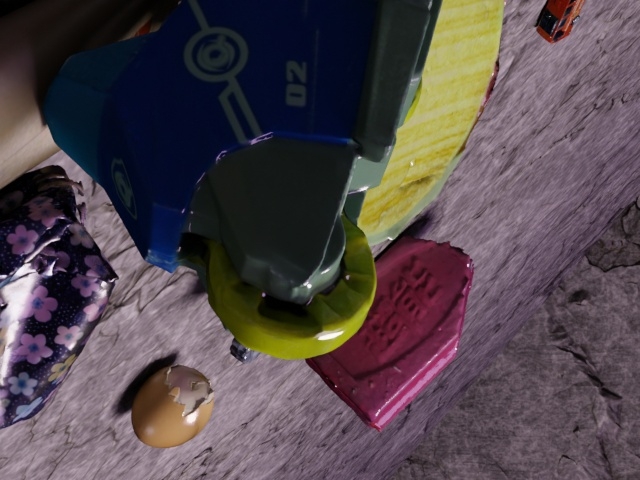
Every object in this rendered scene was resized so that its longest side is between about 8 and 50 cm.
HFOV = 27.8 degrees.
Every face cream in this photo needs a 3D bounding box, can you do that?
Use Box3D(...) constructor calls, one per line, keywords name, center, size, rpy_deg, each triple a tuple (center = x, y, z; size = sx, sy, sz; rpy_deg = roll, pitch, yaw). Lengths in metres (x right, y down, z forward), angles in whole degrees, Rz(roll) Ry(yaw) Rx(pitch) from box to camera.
Box3D(name="face cream", center=(-0.184, -0.073, 0.713), size=(0.341, 0.084, 0.137), rpy_deg=(-41, 159, -45))

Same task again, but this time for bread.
Box3D(name="bread", center=(0.077, -0.137, 1.113), size=(0.301, 0.045, 0.301), rpy_deg=(-44, 148, -38))

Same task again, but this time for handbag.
Box3D(name="handbag", center=(-0.245, 0.062, 0.778), size=(0.207, 0.127, 0.229), rpy_deg=(-17, 158, -39))

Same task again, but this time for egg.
Box3D(name="egg", center=(-0.157, 0.178, 1.357), size=(0.080, 0.080, 0.096), rpy_deg=(-20, 147, -56))

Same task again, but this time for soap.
Box3D(name="soap", center=(0.102, 0.107, 1.695), size=(0.250, 0.162, 0.099), rpy_deg=(-44, 158, -10))

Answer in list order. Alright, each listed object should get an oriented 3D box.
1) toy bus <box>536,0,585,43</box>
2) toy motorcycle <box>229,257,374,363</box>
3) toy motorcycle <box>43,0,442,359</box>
Box3D(name="toy bus", center=(0.272, -0.264, 1.431), size=(0.043, 0.031, 0.110), rpy_deg=(-34, 159, -27))
Box3D(name="toy motorcycle", center=(0.005, 0.004, 1.276), size=(0.239, 0.108, 0.204), rpy_deg=(-44, 176, 31))
Box3D(name="toy motorcycle", center=(-0.035, -0.091, 0.732), size=(0.191, 0.200, 0.326), rpy_deg=(109, 1, -53))
